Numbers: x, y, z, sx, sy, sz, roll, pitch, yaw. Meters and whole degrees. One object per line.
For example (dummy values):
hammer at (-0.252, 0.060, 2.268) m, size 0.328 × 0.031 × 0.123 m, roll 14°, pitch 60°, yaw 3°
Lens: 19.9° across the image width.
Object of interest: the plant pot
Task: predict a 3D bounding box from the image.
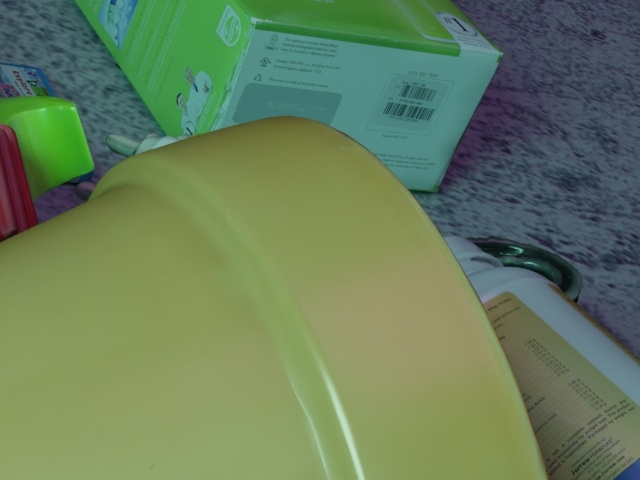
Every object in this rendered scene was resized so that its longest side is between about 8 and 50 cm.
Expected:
plant pot at (-0.076, 0.115, 0.629) m, size 0.203 × 0.291 × 0.291 m, roll -12°, pitch 42°, yaw -26°

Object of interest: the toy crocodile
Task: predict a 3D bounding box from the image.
toy crocodile at (-0.174, -0.018, 0.791) m, size 0.105 × 0.115 × 0.340 m, roll -14°, pitch 3°, yaw 4°

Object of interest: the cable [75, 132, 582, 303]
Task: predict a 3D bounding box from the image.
cable at (0.000, 0.000, 1.022) m, size 0.287 × 0.072 × 0.139 m, roll 12°, pitch 27°, yaw 16°

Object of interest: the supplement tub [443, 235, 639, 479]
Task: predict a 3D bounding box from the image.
supplement tub at (0.102, 0.104, 0.901) m, size 0.144 × 0.144 × 0.200 m, roll -8°, pitch 41°, yaw -45°

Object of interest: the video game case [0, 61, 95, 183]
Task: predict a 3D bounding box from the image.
video game case at (-0.230, -0.079, 1.098) m, size 0.166 × 0.015 × 0.119 m, roll 5°, pitch 33°, yaw -32°

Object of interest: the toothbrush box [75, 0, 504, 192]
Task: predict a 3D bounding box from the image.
toothbrush box at (-0.040, -0.165, 1.286) m, size 0.206 × 0.122 × 0.283 m, roll 4°, pitch 32°, yaw -34°
